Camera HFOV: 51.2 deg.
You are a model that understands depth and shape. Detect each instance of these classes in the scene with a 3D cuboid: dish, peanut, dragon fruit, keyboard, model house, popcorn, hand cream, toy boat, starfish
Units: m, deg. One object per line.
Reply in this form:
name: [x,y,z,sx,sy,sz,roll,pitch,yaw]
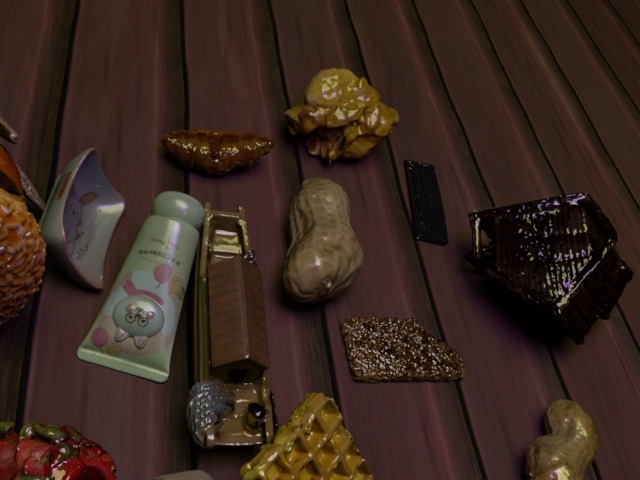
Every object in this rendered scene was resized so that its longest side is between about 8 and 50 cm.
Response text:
dish: [-0.411,-0.034,1.130,0.077,0.151,0.213,-7,49,9]
peanut: [0.005,0.008,1.278,0.159,0.143,0.291,44,31,-33]
dragon fruit: [-0.362,0.306,0.845,0.166,0.171,0.160,8,82,-62]
keyboard: [0.246,-0.093,1.549,0.087,0.017,0.251,10,48,-15]
model house: [0.494,0.085,1.411,0.317,0.297,0.283,36,42,-48]
popcorn: [0.046,-0.290,1.511,0.253,0.190,0.191,-15,53,-29]
hand cream: [-0.277,0.067,1.102,0.147,0.093,0.306,18,72,-8]
toy boat: [-0.153,0.124,1.087,0.135,0.162,0.446,4,51,-18]
starfish: [-0.546,-0.247,1.109,0.132,0.398,0.384,-25,76,-37]
peanut: [0.427,0.374,1.182,0.229,0.098,0.103,-41,102,-45]

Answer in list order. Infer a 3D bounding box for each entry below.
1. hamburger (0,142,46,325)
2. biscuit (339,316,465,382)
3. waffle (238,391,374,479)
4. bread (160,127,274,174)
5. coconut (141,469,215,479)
hamburger: [-0.551,0.003,0.902,0.329,0.330,0.250,-8,53,-29]
biscuit: [0.157,0.202,1.253,0.236,0.026,0.131,3,53,-21]
waffle: [-0.018,0.372,0.949,0.219,0.057,0.229,-39,109,-40]
bread: [-0.210,-0.181,1.377,0.232,0.076,0.105,-3,41,-17]
coconut: [-0.188,0.382,0.807,0.224,0.224,0.224,12,48,-14]
